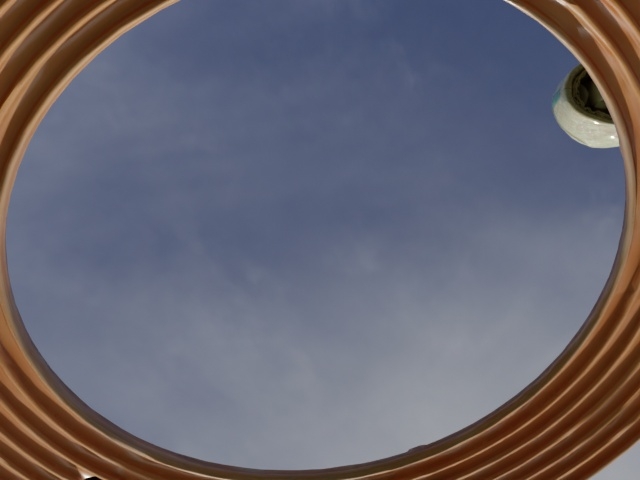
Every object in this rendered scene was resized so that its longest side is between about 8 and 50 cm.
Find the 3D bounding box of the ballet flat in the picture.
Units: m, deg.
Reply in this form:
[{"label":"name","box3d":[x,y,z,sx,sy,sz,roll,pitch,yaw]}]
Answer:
[{"label":"ballet flat","box3d":[0.195,-0.070,0.559,0.168,0.052,0.057,-7,-101,12]}]

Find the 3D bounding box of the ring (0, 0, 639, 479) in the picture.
[{"label":"ring","box3d":[0.000,0.000,0.424,0.337,0.336,0.032,-17,-145,3]}]
